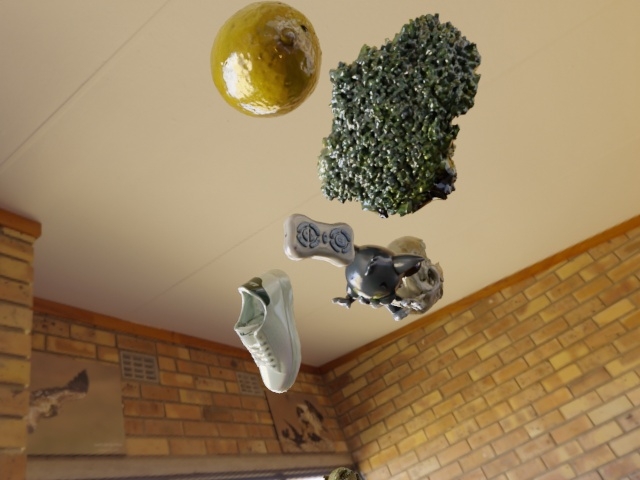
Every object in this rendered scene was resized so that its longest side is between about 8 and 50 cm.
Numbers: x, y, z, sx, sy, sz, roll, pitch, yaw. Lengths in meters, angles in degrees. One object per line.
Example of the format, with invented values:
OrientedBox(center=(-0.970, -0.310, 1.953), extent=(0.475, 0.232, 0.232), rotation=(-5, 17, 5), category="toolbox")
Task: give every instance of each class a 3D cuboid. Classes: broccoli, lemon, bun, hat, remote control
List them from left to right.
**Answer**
OrientedBox(center=(-0.115, -0.378, 0.968), extent=(0.236, 0.263, 0.236), rotation=(-16, -59, -29), category="lemon")
OrientedBox(center=(0.000, 0.000, 0.707), extent=(0.122, 0.074, 0.032), rotation=(9, -21, -29), category="remote control")
OrientedBox(center=(0.045, 0.539, 0.988), extent=(0.077, 0.076, 0.059), rotation=(41, -43, -18), category="hat")
OrientedBox(center=(0.135, -0.214, 0.875), extent=(0.277, 0.338, 0.317), rotation=(7, -15, 2), category="broccoli")
OrientedBox(center=(0.269, 0.094, 1.265), extent=(0.116, 0.237, 0.210), rotation=(-19, -35, 41), category="bun")

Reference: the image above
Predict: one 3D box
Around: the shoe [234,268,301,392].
OrientedBox(center=(-0.155, 0.268, 1.250), extent=(0.160, 0.132, 0.363), rotation=(-13, -76, -49), category="shoe")

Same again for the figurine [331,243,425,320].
OrientedBox(center=(0.136, 0.092, 0.973), extent=(0.193, 0.140, 0.265), rotation=(12, -7, 23), category="figurine")
